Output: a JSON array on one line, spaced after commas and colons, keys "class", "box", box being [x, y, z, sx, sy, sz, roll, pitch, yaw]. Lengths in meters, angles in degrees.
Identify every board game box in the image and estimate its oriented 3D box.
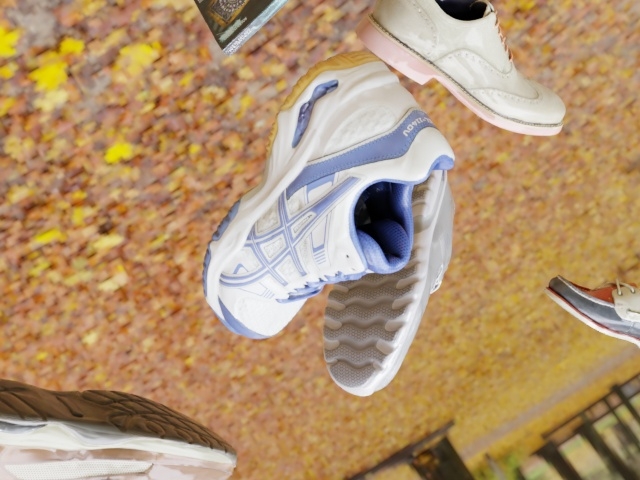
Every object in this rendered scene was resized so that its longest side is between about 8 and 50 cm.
[{"class": "board game box", "box": [-0.104, -0.386, 1.703, 0.186, 0.126, 0.026, -40, 151, 21]}]

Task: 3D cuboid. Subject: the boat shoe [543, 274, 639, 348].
[{"class": "boat shoe", "box": [0.230, 0.052, 0.845, 0.137, 0.049, 0.043, 24, 105, -20]}]

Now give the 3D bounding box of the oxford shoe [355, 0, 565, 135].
[{"class": "oxford shoe", "box": [0.251, -0.283, 1.733, 0.397, 0.140, 0.146, 22, 115, -30]}]

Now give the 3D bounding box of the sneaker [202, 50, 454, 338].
[{"class": "sneaker", "box": [0.000, 0.000, 0.883, 0.112, 0.131, 0.296, -25, 152, -40]}]

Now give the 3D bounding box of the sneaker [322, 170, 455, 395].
[{"class": "sneaker", "box": [0.093, 0.040, 1.164, 0.105, 0.281, 0.115, 1, 148, 37]}]

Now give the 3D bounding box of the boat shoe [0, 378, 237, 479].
[{"class": "boat shoe", "box": [-0.244, 0.225, 1.159, 0.324, 0.122, 0.120, 16, 98, -34]}]
